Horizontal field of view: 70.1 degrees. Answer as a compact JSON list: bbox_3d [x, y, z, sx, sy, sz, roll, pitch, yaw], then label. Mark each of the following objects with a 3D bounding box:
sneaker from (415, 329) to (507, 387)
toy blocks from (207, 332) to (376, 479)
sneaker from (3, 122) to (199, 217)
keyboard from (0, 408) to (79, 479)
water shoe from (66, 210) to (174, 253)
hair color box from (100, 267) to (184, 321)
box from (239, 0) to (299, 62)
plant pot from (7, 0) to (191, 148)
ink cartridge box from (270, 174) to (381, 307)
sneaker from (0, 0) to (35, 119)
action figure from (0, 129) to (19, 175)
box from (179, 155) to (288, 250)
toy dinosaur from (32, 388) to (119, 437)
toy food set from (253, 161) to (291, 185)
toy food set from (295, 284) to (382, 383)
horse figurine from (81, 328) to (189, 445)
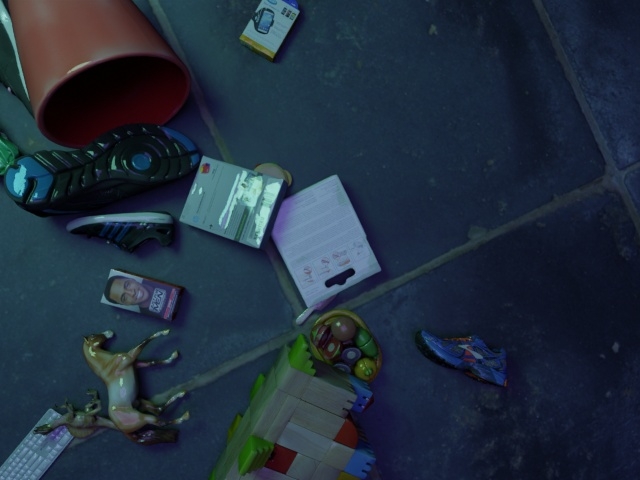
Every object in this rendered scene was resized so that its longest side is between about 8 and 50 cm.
[{"bbox_3d":[0.303,0.237,0.978,0.221,0.083,0.087,25,72,-10],"label":"sneaker"},{"bbox_3d":[-0.020,0.391,0.882,0.261,0.191,0.381,28,95,-14],"label":"toy blocks"},{"bbox_3d":[-0.410,-0.134,0.890,0.341,0.139,0.125,-17,81,-25],"label":"sneaker"},{"bbox_3d":[-0.588,0.453,0.899,0.072,0.014,0.256,39,85,-4],"label":"keyboard"},{"bbox_3d":[-0.396,-0.013,0.904,0.203,0.073,0.080,-5,91,-6],"label":"water shoe"},{"bbox_3d":[-0.356,0.109,0.919,0.141,0.043,0.072,16,88,-5],"label":"hair color box"},{"bbox_3d":[-0.104,-0.461,0.973,0.081,0.028,0.136,30,83,-4],"label":"box"},{"bbox_3d":[-0.415,-0.342,0.834,0.275,0.275,0.243,-28,81,-6],"label":"plant pot"},{"bbox_3d":[0.000,0.000,0.961,0.181,0.056,0.224,-27,96,-6],"label":"ink cartridge box"},{"bbox_3d":[-0.620,-0.325,0.879,0.147,0.104,0.295,-27,85,-5],"label":"sneaker"},{"bbox_3d":[-0.665,-0.197,0.885,0.232,0.063,0.137,43,83,1],"label":"action figure"},{"bbox_3d":[-0.175,-0.076,0.917,0.186,0.038,0.145,18,86,15],"label":"box"},{"bbox_3d":[-0.459,0.351,0.906,0.183,0.053,0.092,9,99,-16],"label":"toy dinosaur"},{"bbox_3d":[-0.109,-0.125,0.965,0.082,0.020,0.083,33,86,-4],"label":"toy food set"},{"bbox_3d":[0.047,0.215,0.945,0.128,0.071,0.218,-35,92,-6],"label":"toy food set"},{"bbox_3d":[-0.361,0.293,0.903,0.174,0.066,0.263,-14,87,-12],"label":"horse figurine"}]
